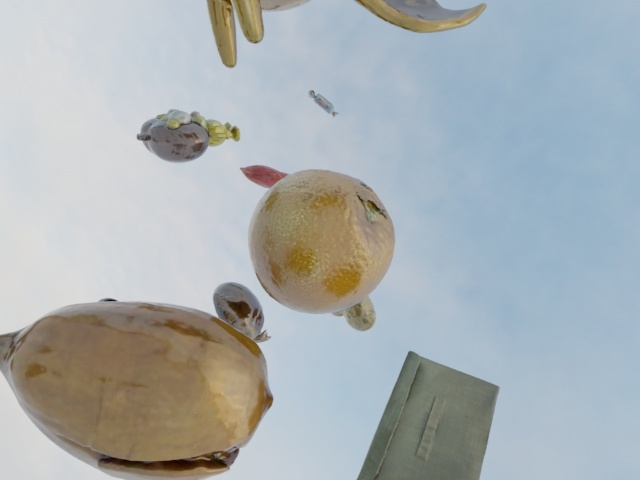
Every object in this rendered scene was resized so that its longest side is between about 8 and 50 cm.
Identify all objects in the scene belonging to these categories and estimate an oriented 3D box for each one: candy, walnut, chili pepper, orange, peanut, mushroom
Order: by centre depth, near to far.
[{"bbox_3d":[-0.225,0.166,0.578,0.336,0.209,0.209,18,-50,-9],"label":"walnut"},{"bbox_3d":[0.000,0.000,0.885,0.274,0.274,0.274,19,-58,34],"label":"orange"},{"bbox_3d":[-0.165,0.162,1.061,0.080,0.135,0.170,-27,-61,15],"label":"mushroom"},{"bbox_3d":[0.006,-0.302,1.069,0.083,0.030,0.020,39,-48,-8],"label":"candy"},{"bbox_3d":[0.062,0.148,1.141,0.193,0.089,0.089,32,-49,51],"label":"peanut"},{"bbox_3d":[-0.130,-0.168,1.320,0.191,0.050,0.059,18,-66,4],"label":"chili pepper"}]

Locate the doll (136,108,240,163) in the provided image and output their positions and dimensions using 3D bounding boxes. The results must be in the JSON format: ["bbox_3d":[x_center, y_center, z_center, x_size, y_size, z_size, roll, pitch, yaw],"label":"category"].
[{"bbox_3d":[-0.254,-0.206,0.921,0.145,0.188,0.096,20,-58,22],"label":"doll"}]

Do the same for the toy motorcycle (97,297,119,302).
[{"bbox_3d":[-0.302,0.204,0.781,0.073,0.152,0.225,-28,-69,17],"label":"toy motorcycle"}]

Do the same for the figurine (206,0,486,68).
[{"bbox_3d":[0.008,-0.412,0.609,0.401,0.387,0.268,54,-18,14],"label":"figurine"}]

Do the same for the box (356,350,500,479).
[{"bbox_3d":[0.157,0.314,0.723,0.149,0.231,0.155,19,-46,17],"label":"box"}]
